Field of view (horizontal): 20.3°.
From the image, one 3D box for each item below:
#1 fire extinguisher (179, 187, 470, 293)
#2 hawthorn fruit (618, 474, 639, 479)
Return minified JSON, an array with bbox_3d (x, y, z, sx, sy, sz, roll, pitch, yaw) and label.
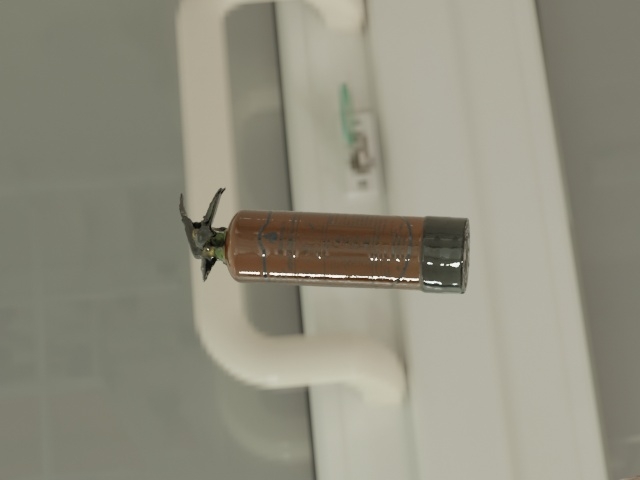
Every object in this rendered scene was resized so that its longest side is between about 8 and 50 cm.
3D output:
[{"bbox_3d":[0.000,0.000,0.501,0.083,0.028,0.022,3,163,10],"label":"fire extinguisher"},{"bbox_3d":[0.218,0.266,1.026,0.284,0.284,0.284,-5,157,-2],"label":"hawthorn fruit"}]
